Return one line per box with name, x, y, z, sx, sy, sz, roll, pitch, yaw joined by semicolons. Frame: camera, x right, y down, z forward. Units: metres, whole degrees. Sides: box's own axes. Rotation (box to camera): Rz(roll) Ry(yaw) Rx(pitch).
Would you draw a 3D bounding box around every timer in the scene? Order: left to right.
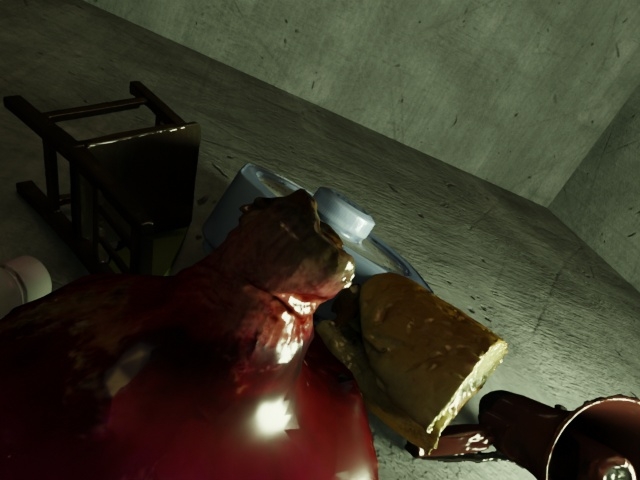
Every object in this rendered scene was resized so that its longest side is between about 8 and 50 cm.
timer;0.000;0.000;0.900;0.395;0.173;0.395;31;11;-7

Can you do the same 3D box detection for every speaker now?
speaker;0.297;0.320;0.747;0.198;0.259;0.329;61;-15;1

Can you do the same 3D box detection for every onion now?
onion;-0.113;0.128;0.426;0.399;0.420;0.398;15;26;-8

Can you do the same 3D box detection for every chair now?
chair;-0.291;-0.085;0.829;0.416;0.203;0.241;36;37;30

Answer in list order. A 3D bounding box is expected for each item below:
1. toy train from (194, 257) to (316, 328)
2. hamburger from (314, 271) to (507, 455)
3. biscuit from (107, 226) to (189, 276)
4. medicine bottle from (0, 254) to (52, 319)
toy train;-0.095;0.108;0.875;0.253;0.105;0.157;34;12;9
hamburger;0.104;0.136;0.648;0.209;0.162;0.330;36;1;22
biscuit;-0.298;0.015;0.899;0.099;0.038;0.322;15;26;-10
medicine bottle;-0.424;0.087;0.567;0.095;0.095;0.260;32;26;8
